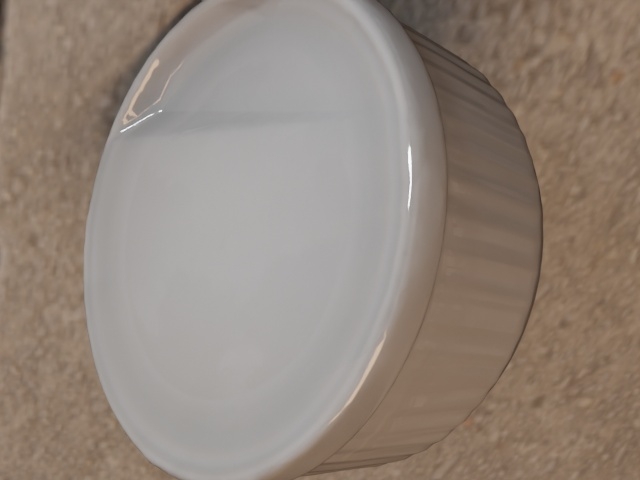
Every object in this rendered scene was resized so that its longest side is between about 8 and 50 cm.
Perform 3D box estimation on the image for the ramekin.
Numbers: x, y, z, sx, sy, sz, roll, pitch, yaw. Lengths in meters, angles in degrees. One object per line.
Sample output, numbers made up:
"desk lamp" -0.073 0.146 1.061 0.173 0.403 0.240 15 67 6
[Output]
"ramekin" 0.000 0.000 1.015 0.127 0.273 0.273 11 143 -41
